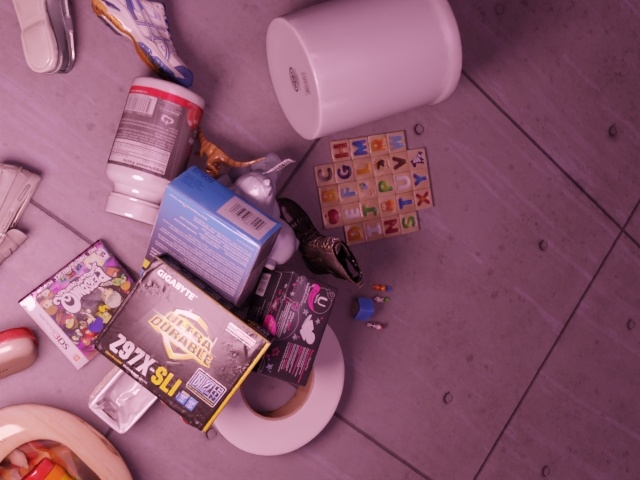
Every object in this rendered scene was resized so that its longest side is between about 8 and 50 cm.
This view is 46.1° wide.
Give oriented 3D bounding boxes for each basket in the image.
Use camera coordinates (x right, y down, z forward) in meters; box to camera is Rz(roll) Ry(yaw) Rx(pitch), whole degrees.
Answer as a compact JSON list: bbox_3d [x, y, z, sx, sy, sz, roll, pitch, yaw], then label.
[{"bbox_3d":[-0.457,0.352,1.779,0.113,0.103,0.167,46,75,-18],"label":"basket"}]

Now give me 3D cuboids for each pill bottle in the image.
[{"bbox_3d":[-0.392,-0.201,1.741,0.176,0.176,0.319,18,86,-22],"label":"pill bottle"}]

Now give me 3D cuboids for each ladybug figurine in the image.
[{"bbox_3d":[-0.602,0.551,1.695,0.305,0.162,0.449,-41,106,-17],"label":"ladybug figurine"}]

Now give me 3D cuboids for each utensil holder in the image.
[{"bbox_3d":[0.099,-0.449,1.864,0.385,0.327,0.328,-21,100,-18],"label":"utensil holder"}]

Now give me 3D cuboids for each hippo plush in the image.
[{"bbox_3d":[-0.133,-0.066,1.820,0.234,0.294,0.236,-50,120,-48],"label":"hippo plush"}]

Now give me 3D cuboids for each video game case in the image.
[{"bbox_3d":[-0.545,0.150,1.765,0.232,0.042,0.210,-40,108,-16],"label":"video game case"}]

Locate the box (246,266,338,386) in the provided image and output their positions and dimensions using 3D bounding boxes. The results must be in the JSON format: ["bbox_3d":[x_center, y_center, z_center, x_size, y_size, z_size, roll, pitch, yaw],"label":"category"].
[{"bbox_3d":[-0.086,0.202,1.803,0.142,0.163,0.247,24,82,-29],"label":"box"}]

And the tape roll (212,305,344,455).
[{"bbox_3d":[-0.121,0.348,1.923,0.392,0.072,0.392,-1,92,-27],"label":"tape roll"}]

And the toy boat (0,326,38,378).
[{"bbox_3d":[-0.750,0.231,1.649,0.231,0.151,0.151,-20,70,-21],"label":"toy boat"}]

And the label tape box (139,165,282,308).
[{"bbox_3d":[-0.264,0.037,1.736,0.249,0.348,0.115,33,43,6],"label":"label tape box"}]

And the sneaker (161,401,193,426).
[{"bbox_3d":[-0.329,0.404,1.831,0.061,0.065,0.158,-48,132,-17],"label":"sneaker"}]

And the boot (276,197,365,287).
[{"bbox_3d":[0.000,0.000,1.886,0.091,0.229,0.263,-42,107,-16],"label":"boot"}]

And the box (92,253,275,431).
[{"bbox_3d":[-0.304,0.226,1.675,0.322,0.079,0.257,37,98,3],"label":"box"}]

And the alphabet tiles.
[{"bbox_3d":[0.150,-0.145,2.061,0.342,0.011,0.285,-12,97,-22],"label":"alphabet tiles"}]

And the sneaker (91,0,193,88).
[{"bbox_3d":[-0.389,-0.493,1.765,0.296,0.112,0.131,46,75,-19],"label":"sneaker"}]

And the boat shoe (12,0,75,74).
[{"bbox_3d":[-0.617,-0.529,1.694,0.099,0.116,0.319,-4,86,-66],"label":"boat shoe"}]

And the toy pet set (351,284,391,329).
[{"bbox_3d":[0.147,0.181,2.045,0.114,0.065,0.122,10,88,-23],"label":"toy pet set"}]

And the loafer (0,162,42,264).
[{"bbox_3d":[-0.703,-0.011,1.655,0.111,0.112,0.319,16,86,-14],"label":"loafer"}]

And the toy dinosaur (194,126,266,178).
[{"bbox_3d":[-0.246,-0.199,1.816,0.064,0.211,0.112,-29,148,-55],"label":"toy dinosaur"}]
